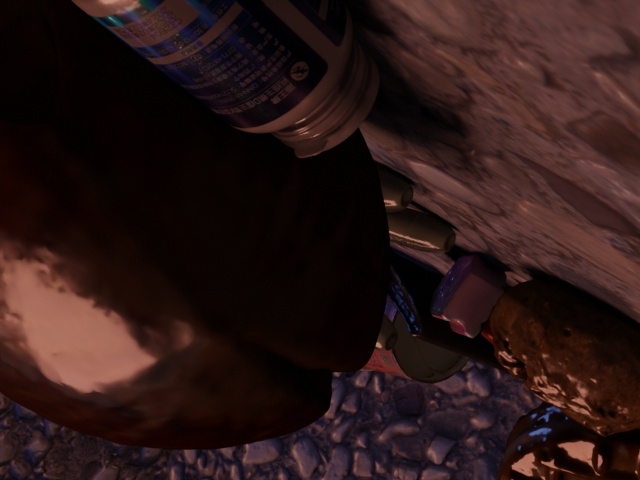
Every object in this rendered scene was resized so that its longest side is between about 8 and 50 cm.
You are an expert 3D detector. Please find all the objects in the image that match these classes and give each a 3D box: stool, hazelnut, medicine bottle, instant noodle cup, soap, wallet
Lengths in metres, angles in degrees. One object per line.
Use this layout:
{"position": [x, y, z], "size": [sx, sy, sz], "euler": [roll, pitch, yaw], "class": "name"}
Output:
{"position": [0.018, 0.001, 1.230], "size": [0.198, 0.195, 0.195], "euler": [29, 175, 36], "class": "stool"}
{"position": [-0.156, -0.019, 0.833], "size": [0.402, 0.402, 0.429], "euler": [30, 163, 52], "class": "hazelnut"}
{"position": [-0.050, -0.133, 0.614], "size": [0.191, 0.107, 0.107], "euler": [37, 176, -42], "class": "medicine bottle"}
{"position": [0.155, 0.151, 1.952], "size": [0.243, 0.243, 0.231], "euler": [35, 169, -27], "class": "instant noodle cup"}
{"position": [0.191, 0.069, 1.337], "size": [0.056, 0.100, 0.149], "euler": [36, 178, -2], "class": "soap"}
{"position": [0.233, 0.124, 1.514], "size": [0.377, 0.051, 0.197], "euler": [26, -158, -35], "class": "wallet"}

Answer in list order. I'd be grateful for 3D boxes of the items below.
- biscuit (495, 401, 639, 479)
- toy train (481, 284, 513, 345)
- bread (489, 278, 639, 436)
{"position": [0.415, 0.301, 1.316], "size": [0.366, 0.115, 0.268], "euler": [9, 138, 9], "class": "biscuit"}
{"position": [0.394, 0.198, 1.372], "size": [0.409, 0.086, 0.089], "euler": [35, 171, -18], "class": "toy train"}
{"position": [0.297, 0.140, 1.177], "size": [0.230, 0.123, 0.230], "euler": [31, 177, 2], "class": "bread"}
